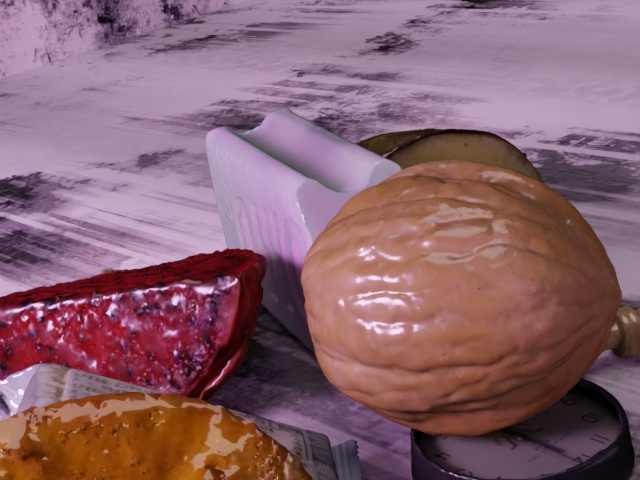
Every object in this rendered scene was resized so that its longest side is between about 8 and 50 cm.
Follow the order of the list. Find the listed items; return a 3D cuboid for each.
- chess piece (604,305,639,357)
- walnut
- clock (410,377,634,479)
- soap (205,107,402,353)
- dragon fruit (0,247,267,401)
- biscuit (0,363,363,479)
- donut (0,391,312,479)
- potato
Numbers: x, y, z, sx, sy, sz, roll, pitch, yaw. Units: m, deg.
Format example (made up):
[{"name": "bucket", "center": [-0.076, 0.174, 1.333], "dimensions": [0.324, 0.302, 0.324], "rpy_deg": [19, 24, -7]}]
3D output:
[{"name": "chess piece", "center": [0.279, 0.087, 1.062], "dimensions": [0.172, 0.060, 0.060], "rpy_deg": [-11, 21, -9]}, {"name": "walnut", "center": [0.113, 0.046, 0.927], "dimensions": [0.261, 0.225, 0.225], "rpy_deg": [0, 24, 28]}, {"name": "clock", "center": [0.162, 0.164, 0.936], "dimensions": [0.184, 0.040, 0.184], "rpy_deg": [-9, 21, 4]}, {"name": "soap", "center": [0.000, 0.000, 1.194], "dimensions": [0.115, 0.208, 0.347], "rpy_deg": [-20, 24, -18]}, {"name": "dragon fruit", "center": [-0.165, 0.100, 1.132], "dimensions": [0.317, 0.152, 0.205], "rpy_deg": [-9, 8, 22]}, {"name": "biscuit", "center": [-0.103, 0.177, 0.853], "dimensions": [0.309, 0.079, 0.186], "rpy_deg": [17, 19, -15]}, {"name": "donut", "center": [-0.121, 0.228, 0.673], "dimensions": [0.277, 0.108, 0.278], "rpy_deg": [4, 61, -8]}, {"name": "potato", "center": [0.104, -0.083, 1.400], "dimensions": [0.269, 0.112, 0.255], "rpy_deg": [5, 3, -30]}]
